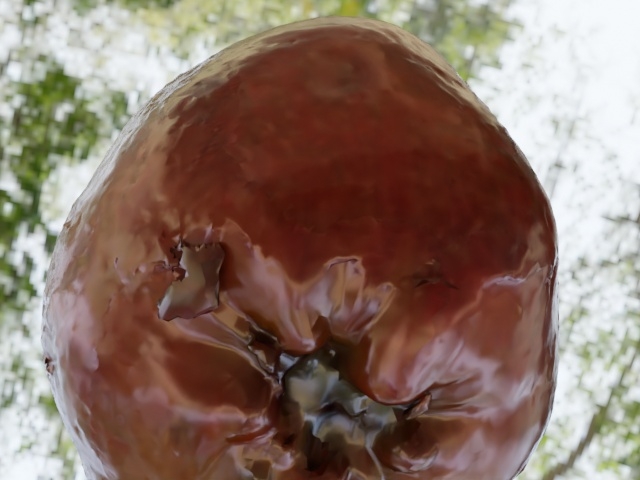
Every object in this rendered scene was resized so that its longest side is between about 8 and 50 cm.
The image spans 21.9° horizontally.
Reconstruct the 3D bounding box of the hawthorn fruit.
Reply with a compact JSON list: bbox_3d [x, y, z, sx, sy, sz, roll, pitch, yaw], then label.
[{"bbox_3d":[0.000,0.000,0.702,0.211,0.211,0.299,13,-144,-5],"label":"hawthorn fruit"}]
